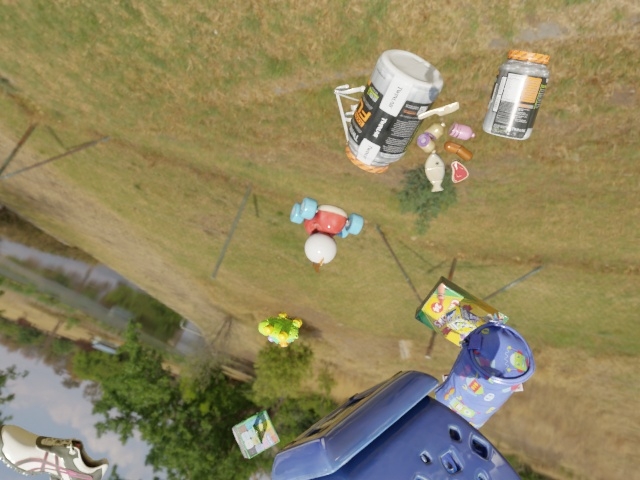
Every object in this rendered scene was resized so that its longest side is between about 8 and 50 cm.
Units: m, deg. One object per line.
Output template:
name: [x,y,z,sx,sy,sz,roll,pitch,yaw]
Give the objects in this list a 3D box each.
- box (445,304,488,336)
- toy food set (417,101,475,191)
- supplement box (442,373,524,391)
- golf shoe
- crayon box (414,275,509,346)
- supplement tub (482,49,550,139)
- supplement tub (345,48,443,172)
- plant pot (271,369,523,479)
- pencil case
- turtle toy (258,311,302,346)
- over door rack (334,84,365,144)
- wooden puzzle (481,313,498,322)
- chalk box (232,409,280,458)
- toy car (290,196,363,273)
box: [0.470,0.266,1.487,0.168,0.054,0.059,31,132,-25]
toy food set: [0.179,-0.126,0.664,0.077,0.019,0.122,-15,121,16]
supplement box: [0.516,0.458,1.529,0.130,0.073,0.239,0,164,-21]
golf shoe: [-0.643,0.508,1.138,0.273,0.120,0.105,47,174,-21]
crayon box: [0.573,0.313,1.926,0.318,0.081,0.202,31,117,3]
supplement tub: [0.466,-0.346,1.127,0.116,0.191,0.117,8,-157,-4]
supplement tub: [0.198,-0.361,1.366,0.193,0.194,0.316,23,133,-4]
plant pot: [0.083,0.320,0.634,0.212,0.235,0.236,56,144,13]
pencil case: [0.315,0.281,0.953,0.133,0.119,0.306,25,145,17]
turtle toy: [-0.117,0.251,1.331,0.130,0.095,0.066,19,122,26]
over door rack: [0.153,-0.433,1.755,0.108,0.324,0.240,-19,120,-2]
wooden puzzle: [0.603,0.302,1.683,0.014,0.079,0.116,-14,163,-19]
chalk box: [-0.246,0.739,1.812,0.133,0.132,0.213,62,155,15]
toy car: [0.000,0.000,1.668,0.219,0.238,0.210,18,168,-18]
